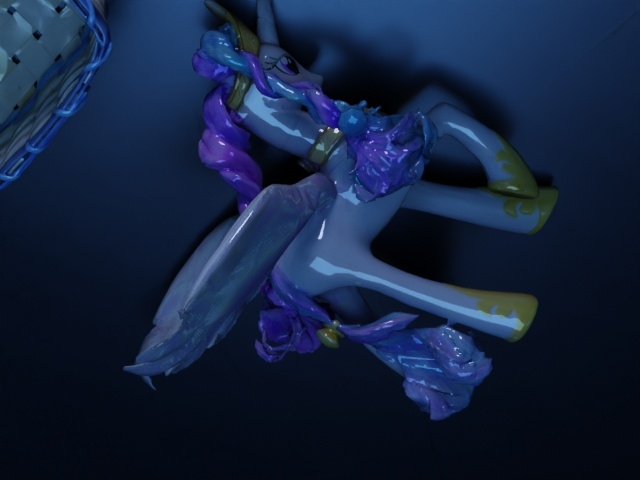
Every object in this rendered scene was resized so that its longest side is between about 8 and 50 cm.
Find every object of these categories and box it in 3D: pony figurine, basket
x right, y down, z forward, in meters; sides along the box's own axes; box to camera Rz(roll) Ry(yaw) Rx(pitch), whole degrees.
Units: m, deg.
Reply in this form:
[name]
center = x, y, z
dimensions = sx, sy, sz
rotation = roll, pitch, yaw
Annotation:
[pony figurine]
center = 0.000, 0.000, 1.095
dimensions = 0.363, 0.303, 0.351
rotation = 28, 79, -10
[basket]
center = -0.291, -0.135, 0.986
dimensions = 0.201, 0.289, 0.255
rotation = 40, 107, -17
